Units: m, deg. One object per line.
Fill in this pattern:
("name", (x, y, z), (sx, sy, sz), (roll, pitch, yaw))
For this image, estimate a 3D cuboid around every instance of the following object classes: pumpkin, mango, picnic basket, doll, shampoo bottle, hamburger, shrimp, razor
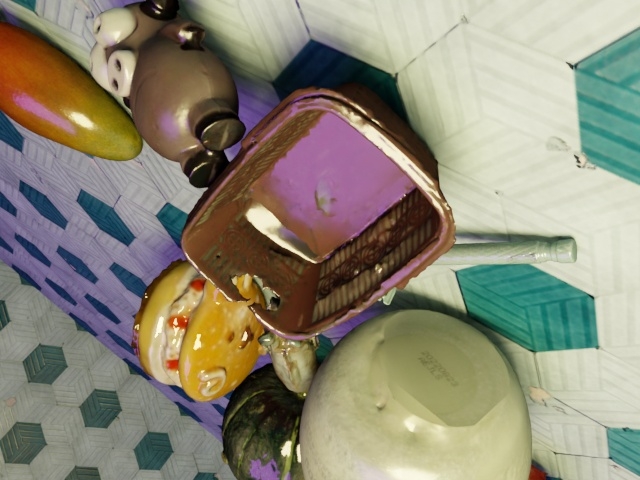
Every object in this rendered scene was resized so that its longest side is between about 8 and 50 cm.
("pumpkin", (-0.046, 0.397, 1.219), (0.323, 0.323, 0.242), (24, 120, 23))
("mango", (-0.417, -0.226, 0.924), (0.289, 0.129, 0.146), (31, 150, -6))
("picnic basket", (0.003, -0.036, 0.642), (0.222, 0.129, 0.297), (42, 129, -10))
("doll", (-0.176, -0.179, 0.673), (0.257, 0.117, 0.182), (51, 134, 22))
("shampoo bottle", (0.129, 0.270, 0.822), (0.322, 0.322, 0.318), (23, 143, 25))
("hamburger", (-0.208, 0.161, 1.150), (0.186, 0.261, 0.303), (14, 103, 28))
("shrimp", (-0.051, 0.108, 0.902), (0.085, 0.247, 0.360), (-11, 166, 0))
("razor", (0.168, 0.019, 0.670), (0.231, 0.106, 0.068), (-1, 134, 37))

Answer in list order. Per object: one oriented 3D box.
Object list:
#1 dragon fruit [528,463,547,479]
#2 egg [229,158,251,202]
("dragon fruit", (0.236, 0.462, 1.008), (0.225, 0.306, 0.305), (41, 153, -27))
("egg", (-0.077, -0.058, 0.801), (0.135, 0.103, 0.103), (41, 152, -12))
